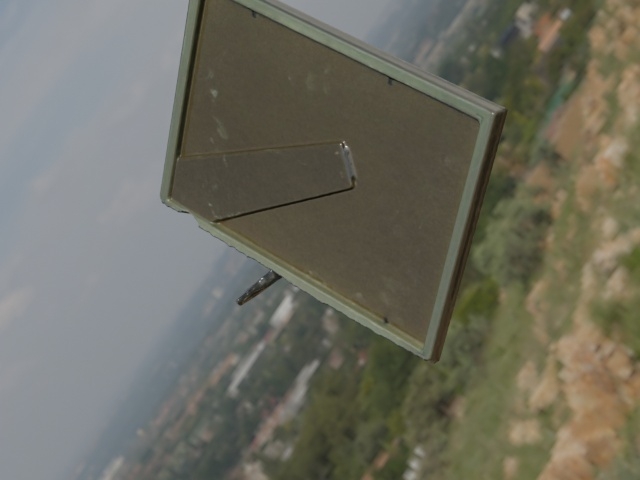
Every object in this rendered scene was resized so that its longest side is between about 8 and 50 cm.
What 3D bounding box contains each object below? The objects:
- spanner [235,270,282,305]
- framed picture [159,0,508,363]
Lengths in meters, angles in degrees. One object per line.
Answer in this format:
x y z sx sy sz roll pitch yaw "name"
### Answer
0.000 0.000 1.392 0.208 0.012 0.046 -37 0 -23 "spanner"
-0.005 -0.059 1.127 0.020 0.289 0.211 -23 -47 -48 "framed picture"
